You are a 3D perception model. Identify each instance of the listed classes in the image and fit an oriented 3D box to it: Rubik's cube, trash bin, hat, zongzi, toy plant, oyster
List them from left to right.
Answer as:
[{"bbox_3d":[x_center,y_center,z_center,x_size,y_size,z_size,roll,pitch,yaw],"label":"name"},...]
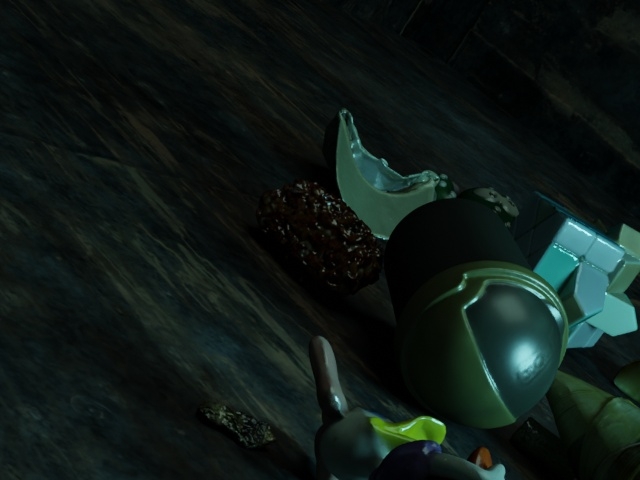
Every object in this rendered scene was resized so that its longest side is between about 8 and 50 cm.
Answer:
[{"bbox_3d":[-0.080,0.177,1.503,0.083,0.019,0.054,32,15,-4],"label":"oyster"},{"bbox_3d":[0.070,-0.085,2.514,0.214,0.149,0.245,36,51,-15],"label":"hat"},{"bbox_3d":[0.190,0.096,1.901,0.214,0.214,0.334,28,21,-17],"label":"trash bin"},{"bbox_3d":[0.282,-0.028,2.663,0.232,0.112,0.243,24,23,-23],"label":"toy plant"},{"bbox_3d":[0.412,0.057,2.470,0.213,0.224,0.265,29,10,-17],"label":"Rubik's cube"},{"bbox_3d":[0.426,0.283,1.898,0.289,0.154,0.317,26,25,-38],"label":"zongzi"}]

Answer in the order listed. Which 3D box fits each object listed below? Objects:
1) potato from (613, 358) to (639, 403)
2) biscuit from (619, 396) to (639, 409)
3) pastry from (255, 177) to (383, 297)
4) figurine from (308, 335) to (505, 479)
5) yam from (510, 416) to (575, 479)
[{"bbox_3d":[0.527,0.222,2.482,0.096,0.066,0.103,37,14,3],"label":"potato"},{"bbox_3d":[0.482,0.288,2.282,0.144,0.016,0.203,38,15,15],"label":"biscuit"},{"bbox_3d":[0.001,-0.002,2.050,0.208,0.115,0.097,42,6,35],"label":"pastry"},{"bbox_3d":[0.067,0.253,1.354,0.193,0.154,0.421,-4,31,-3],"label":"figurine"},{"bbox_3d":[0.286,0.262,1.927,0.094,0.043,0.043,35,16,6],"label":"yam"}]
